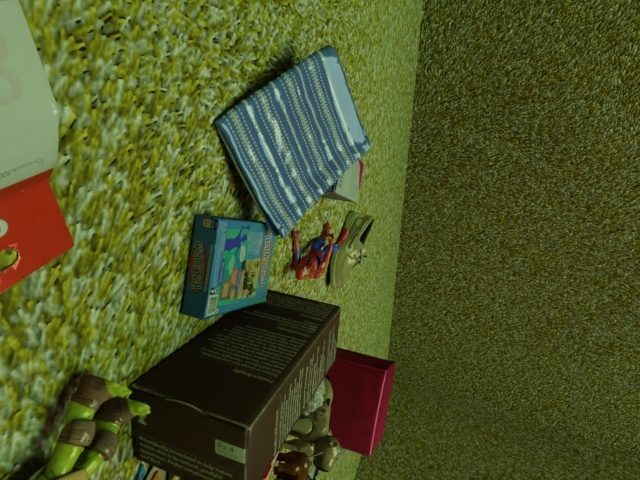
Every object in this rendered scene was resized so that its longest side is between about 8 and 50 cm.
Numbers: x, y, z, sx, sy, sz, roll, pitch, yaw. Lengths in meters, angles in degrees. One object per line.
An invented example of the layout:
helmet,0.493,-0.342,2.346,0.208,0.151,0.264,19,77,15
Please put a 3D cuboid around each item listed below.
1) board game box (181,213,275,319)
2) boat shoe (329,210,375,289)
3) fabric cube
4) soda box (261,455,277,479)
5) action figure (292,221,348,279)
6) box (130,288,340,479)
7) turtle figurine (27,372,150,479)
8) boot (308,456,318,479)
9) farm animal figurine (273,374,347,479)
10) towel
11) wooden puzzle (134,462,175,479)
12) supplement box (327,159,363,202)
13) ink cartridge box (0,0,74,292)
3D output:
board game box,-0.150,0.041,0.717,0.210,0.047,0.160,4,96,-71
boat shoe,0.110,0.032,1.384,0.109,0.098,0.303,73,33,-54
fabric cube,0.096,0.520,1.374,0.259,0.253,0.259,30,70,-69
soda box,-0.160,0.473,0.815,0.083,0.092,0.263,-40,-160,52
action figure,0.000,0.000,1.068,0.280,0.091,0.139,-52,154,-55
box,-0.112,0.227,0.710,0.381,0.191,0.143,-31,129,-65
turtle figurine,-0.271,0.274,0.437,0.270,0.087,0.217,69,28,-43
boot,-0.061,0.749,1.301,0.178,0.085,0.237,-14,114,-67
farm animal figurine,-0.023,0.499,1.048,0.330,0.172,0.327,111,-16,-70
towel,-0.025,-0.196,0.776,0.336,0.040,0.243,-49,129,-33
wooden puzzle,-0.259,0.387,0.642,0.116,0.014,0.079,64,40,-59
supplement box,0.025,-0.166,1.012,0.220,0.113,0.111,7,93,-70
ink cartridge box,-0.278,-0.044,0.298,0.189,0.066,0.233,-55,145,-51
